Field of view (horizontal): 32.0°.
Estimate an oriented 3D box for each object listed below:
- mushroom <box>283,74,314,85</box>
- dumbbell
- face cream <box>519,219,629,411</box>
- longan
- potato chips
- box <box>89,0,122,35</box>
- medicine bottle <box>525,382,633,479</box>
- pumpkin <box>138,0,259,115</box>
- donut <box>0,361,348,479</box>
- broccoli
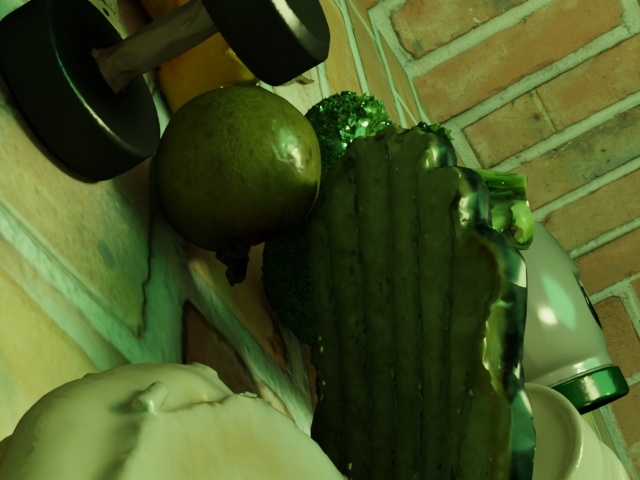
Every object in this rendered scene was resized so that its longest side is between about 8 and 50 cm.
[{"bbox_3d":[-0.047,-0.242,1.668,0.026,0.028,0.286,21,7,12],"label":"mushroom"},{"bbox_3d":[-0.118,-0.156,0.852,0.152,0.218,0.152,55,17,-26],"label":"dumbbell"},{"bbox_3d":[0.398,0.155,2.054,0.357,0.219,0.312,69,14,16],"label":"face cream"},{"bbox_3d":[-0.070,-0.049,0.958,0.155,0.145,0.176,90,-4,-80],"label":"longan"},{"bbox_3d":[0.057,0.128,0.807,0.358,0.070,0.429,-175,-94,-72],"label":"potato chips"},{"bbox_3d":[-0.214,-0.230,1.049,0.053,0.024,0.083,44,21,-50],"label":"box"},{"bbox_3d":[0.296,0.350,1.354,0.371,0.211,0.211,51,18,-37],"label":"medicine bottle"},{"bbox_3d":[-0.119,-0.226,1.164,0.254,0.130,0.149,62,15,9],"label":"pumpkin"},{"bbox_3d":[-0.047,0.239,0.505,0.383,0.142,0.383,55,16,-24],"label":"donut"},{"bbox_3d":[0.075,0.002,1.087,0.308,0.275,0.308,169,-90,-86],"label":"broccoli"}]
